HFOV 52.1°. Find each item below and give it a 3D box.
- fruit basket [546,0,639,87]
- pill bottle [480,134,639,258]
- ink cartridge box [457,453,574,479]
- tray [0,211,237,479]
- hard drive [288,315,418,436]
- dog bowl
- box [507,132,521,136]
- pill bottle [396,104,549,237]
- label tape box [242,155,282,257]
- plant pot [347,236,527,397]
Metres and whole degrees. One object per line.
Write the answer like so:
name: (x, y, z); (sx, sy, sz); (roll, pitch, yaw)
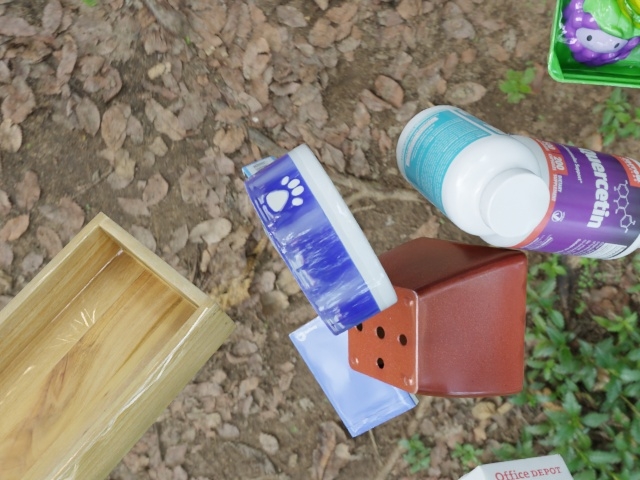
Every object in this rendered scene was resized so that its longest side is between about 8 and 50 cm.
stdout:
fruit basket: (0.624, -0.423, 1.203); (0.392, 0.392, 0.283); (1, 104, -15)
pill bottle: (0.424, -0.065, 1.097); (0.323, 0.181, 0.181); (6, 110, -21)
ink cartridge box: (0.301, 0.465, 0.968); (0.171, 0.232, 0.168); (5, 137, -27)
tray: (-0.300, 0.181, 0.680); (0.411, 0.203, 0.076); (-49, 150, -15)
hard drive: (0.082, 0.331, 1.707); (0.210, 0.040, 0.318); (-35, 85, 27)
dog bowl: (0.000, 0.000, 0.942); (0.104, 0.265, 0.265); (-31, 116, 0)
box: (0.539, -0.186, 1.722); (0.158, 0.156, 0.093); (22, 71, 9)
pill bottle: (0.223, -0.100, 0.966); (0.146, 0.264, 0.146); (-7, 117, -14)
label tape box: (-0.100, -0.042, 1.881); (0.115, 0.249, 0.347); (-21, 116, -11)
plant pot: (0.195, 0.149, 1.206); (0.236, 0.267, 0.267); (-8, 101, -38)
